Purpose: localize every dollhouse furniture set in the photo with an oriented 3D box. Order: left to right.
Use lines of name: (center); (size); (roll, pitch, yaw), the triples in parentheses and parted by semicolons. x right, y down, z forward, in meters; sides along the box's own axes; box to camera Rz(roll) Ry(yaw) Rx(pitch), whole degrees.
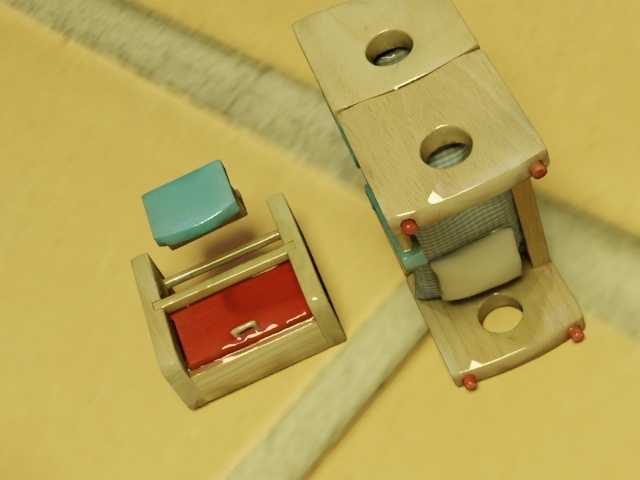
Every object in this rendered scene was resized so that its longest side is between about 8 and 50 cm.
dollhouse furniture set: (0.000, 0.000, 0.509); (0.184, 0.129, 0.129); (-25, 49, 2)
